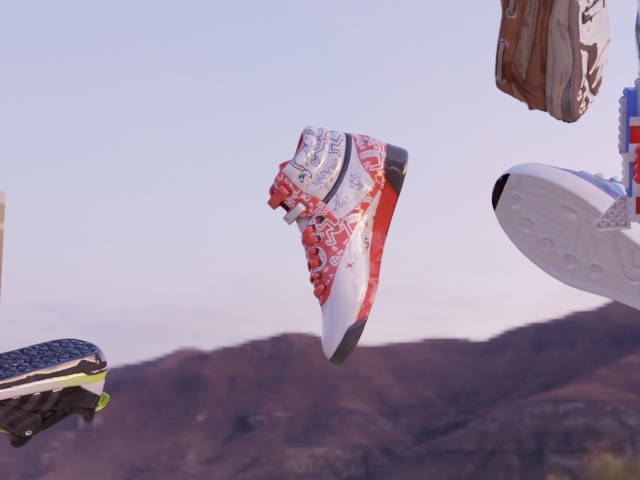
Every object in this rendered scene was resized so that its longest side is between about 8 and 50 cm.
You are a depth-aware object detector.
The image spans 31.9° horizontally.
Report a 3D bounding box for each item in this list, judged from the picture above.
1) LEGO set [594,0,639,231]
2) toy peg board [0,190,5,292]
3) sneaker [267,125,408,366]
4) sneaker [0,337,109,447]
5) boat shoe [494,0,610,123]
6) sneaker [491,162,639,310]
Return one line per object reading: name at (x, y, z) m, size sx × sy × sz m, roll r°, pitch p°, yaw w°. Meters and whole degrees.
LEGO set at (0.237, -0.126, 0.846) m, size 0.060 × 0.244 × 0.182 m, roll -1°, pitch -32°, yaw 9°
toy peg board at (-0.442, 0.020, 1.290) m, size 0.079 × 0.161 × 0.161 m, roll 4°, pitch 3°, yaw 14°
sneaker at (0.000, 0.000, 1.288) m, size 0.145 × 0.270 × 0.090 m, roll 17°, pitch -13°, yaw -7°
sneaker at (-0.306, 0.164, 1.097) m, size 0.234 × 0.097 × 0.084 m, roll -7°, pitch 19°, yaw -39°
boat shoe at (0.214, -0.268, 1.078) m, size 0.116 × 0.324 × 0.123 m, roll 17°, pitch 35°, yaw 29°
sneaker at (0.394, -0.030, 1.400) m, size 0.323 × 0.130 × 0.236 m, roll 30°, pitch 39°, yaw 16°
